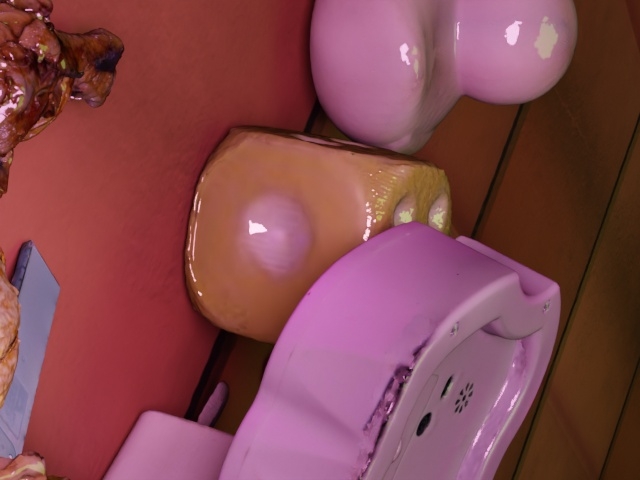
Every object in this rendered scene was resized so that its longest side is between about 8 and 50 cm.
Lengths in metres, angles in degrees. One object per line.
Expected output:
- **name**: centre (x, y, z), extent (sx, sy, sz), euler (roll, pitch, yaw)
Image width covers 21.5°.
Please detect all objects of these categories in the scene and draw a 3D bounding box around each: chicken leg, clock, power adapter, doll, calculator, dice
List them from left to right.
- **calculator**: centre (-0.199, 0.080, 1.102), extent (0.057, 0.018, 0.172), euler (70, 19, -45)
- **chicken leg**: centre (-0.186, -0.104, 1.045), extent (0.196, 0.080, 0.125), euler (-56, 160, -52)
- **power adapter**: centre (-0.093, 0.201, 1.336), extent (0.205, 0.130, 0.125), euler (-59, 151, -30)
- **dice**: centre (0.000, 0.000, 1.379), extent (0.169, 0.169, 0.166), euler (0, 103, -65)
- **clock**: centre (0.060, 0.152, 1.292), extent (0.338, 0.102, 0.338), euler (-42, 146, -37)
- **doll**: centre (0.112, -0.176, 1.465), extent (0.251, 0.221, 0.221), euler (-33, 132, -61)

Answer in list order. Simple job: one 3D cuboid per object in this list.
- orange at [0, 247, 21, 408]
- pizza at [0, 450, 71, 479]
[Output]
- **orange**: centre (-0.236, 0.049, 0.913), extent (0.134, 0.156, 0.157), euler (-29, 130, -46)
- **pizza**: centre (-0.245, 0.297, 0.998), extent (0.435, 0.080, 0.392), euler (-16, 119, -46)
